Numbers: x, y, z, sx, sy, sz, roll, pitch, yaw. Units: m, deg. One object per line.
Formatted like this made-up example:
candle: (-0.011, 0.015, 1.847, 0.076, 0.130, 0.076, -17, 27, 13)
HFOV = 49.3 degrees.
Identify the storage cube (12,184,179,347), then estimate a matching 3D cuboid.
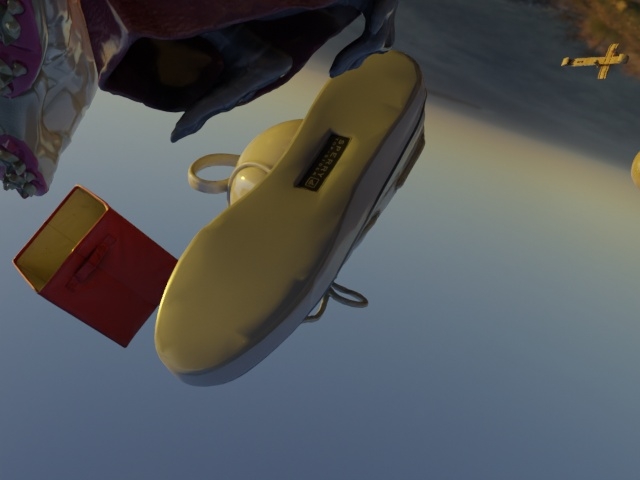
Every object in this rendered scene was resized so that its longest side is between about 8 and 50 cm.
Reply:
storage cube: (-0.390, 0.042, 1.240, 0.193, 0.183, 0.215, 44, 168, -36)

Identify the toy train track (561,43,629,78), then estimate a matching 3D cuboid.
toy train track: (0.327, -0.218, 0.838, 0.014, 0.048, 0.083, 31, 168, -38)

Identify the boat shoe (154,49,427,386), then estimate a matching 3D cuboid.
boat shoe: (-0.006, -0.004, 0.677, 0.136, 0.367, 0.156, 21, 158, 29)

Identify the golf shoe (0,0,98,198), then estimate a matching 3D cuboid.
golf shoe: (-0.209, -0.149, 0.476, 0.115, 0.140, 0.306, 31, 152, -7)

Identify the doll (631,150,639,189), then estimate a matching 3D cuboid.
doll: (0.285, -0.012, 0.480, 0.189, 0.046, 0.129, 26, 175, -20)

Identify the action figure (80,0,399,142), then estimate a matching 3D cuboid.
action figure: (-0.103, -0.257, 0.407, 0.370, 0.276, 0.248, 60, -158, 0)

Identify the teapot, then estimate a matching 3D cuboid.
teapot: (-0.059, -0.062, 1.073, 0.187, 0.252, 0.256, -24, 179, -40)
